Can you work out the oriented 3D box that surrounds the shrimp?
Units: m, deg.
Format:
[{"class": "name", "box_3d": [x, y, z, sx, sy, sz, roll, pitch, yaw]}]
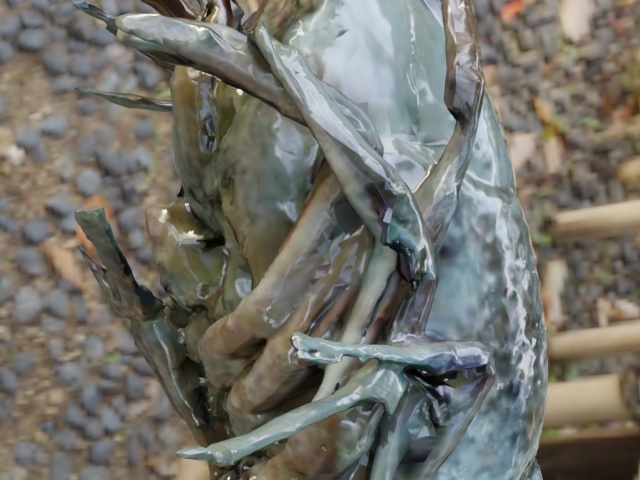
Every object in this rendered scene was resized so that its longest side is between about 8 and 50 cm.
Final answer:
[{"class": "shrimp", "box_3d": [0.001, 0.002, 0.534, 0.137, 0.172, 0.372, -20, 107, -6]}]
